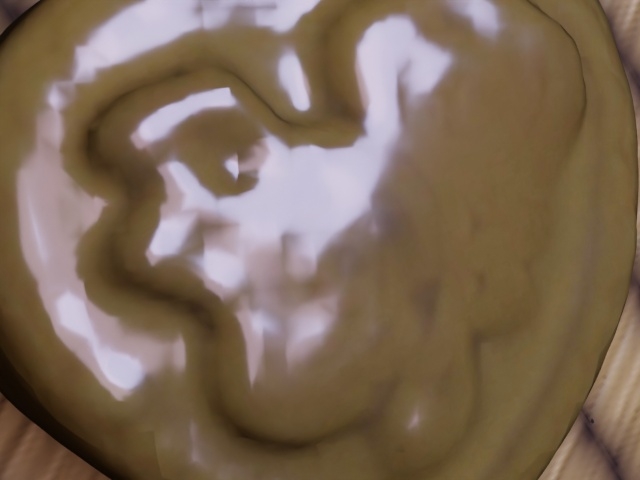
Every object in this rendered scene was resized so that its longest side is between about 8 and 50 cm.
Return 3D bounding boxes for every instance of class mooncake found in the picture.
[{"bbox_3d":[0.000,0.000,0.572,0.235,0.117,0.235,1,88,-23],"label":"mooncake"}]
